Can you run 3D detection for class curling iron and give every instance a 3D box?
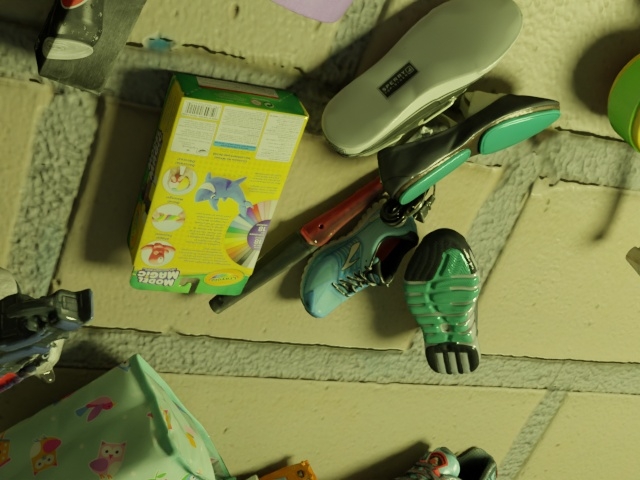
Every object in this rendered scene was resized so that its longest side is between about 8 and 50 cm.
[{"bbox_3d":[0.000,0.000,1.045,0.274,0.068,0.035,-29,142,4],"label":"curling iron"}]

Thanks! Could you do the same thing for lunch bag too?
[{"bbox_3d":[-0.227,0.276,1.113,0.223,0.160,0.262,-29,148,-3],"label":"lunch bag"}]

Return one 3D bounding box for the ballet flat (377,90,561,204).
[{"bbox_3d":[0.144,-0.111,1.003,0.203,0.074,0.074,-28,132,-10],"label":"ballet flat"}]

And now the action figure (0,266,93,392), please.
[{"bbox_3d":[-0.342,0.036,0.869,0.341,0.179,0.330,-22,142,29],"label":"action figure"}]

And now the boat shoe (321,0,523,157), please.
[{"bbox_3d":[0.097,-0.157,0.960,0.219,0.078,0.070,-34,167,3],"label":"boat shoe"}]

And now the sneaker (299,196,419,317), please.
[{"bbox_3d":[0.041,0.027,1.074,0.063,0.073,0.162,31,110,-37],"label":"sneaker"}]

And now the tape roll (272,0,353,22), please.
[{"bbox_3d":[-0.070,-0.266,0.664,0.274,0.275,0.090,24,115,-35],"label":"tape roll"}]

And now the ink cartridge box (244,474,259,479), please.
[{"bbox_3d":[-0.138,0.419,1.148,0.232,0.171,0.168,-28,98,-1],"label":"ink cartridge box"}]

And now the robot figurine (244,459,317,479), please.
[{"bbox_3d":[-0.121,0.401,1.297,0.291,0.085,0.211,-25,130,-1],"label":"robot figurine"}]

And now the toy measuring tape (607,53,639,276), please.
[{"bbox_3d":[0.354,-0.094,1.079,0.121,0.121,0.330,-6,128,-17],"label":"toy measuring tape"}]

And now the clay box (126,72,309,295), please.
[{"bbox_3d":[-0.108,-0.047,0.971,0.127,0.053,0.222,6,125,-26],"label":"clay box"}]

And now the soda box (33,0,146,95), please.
[{"bbox_3d":[-0.176,-0.207,0.817,0.060,0.053,0.169,17,118,-31],"label":"soda box"}]

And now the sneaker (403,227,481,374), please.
[{"bbox_3d":[0.140,0.051,1.123,0.083,0.098,0.224,0,135,10],"label":"sneaker"}]

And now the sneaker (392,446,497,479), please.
[{"bbox_3d":[0.133,0.329,1.342,0.261,0.104,0.125,1,114,-38],"label":"sneaker"}]
